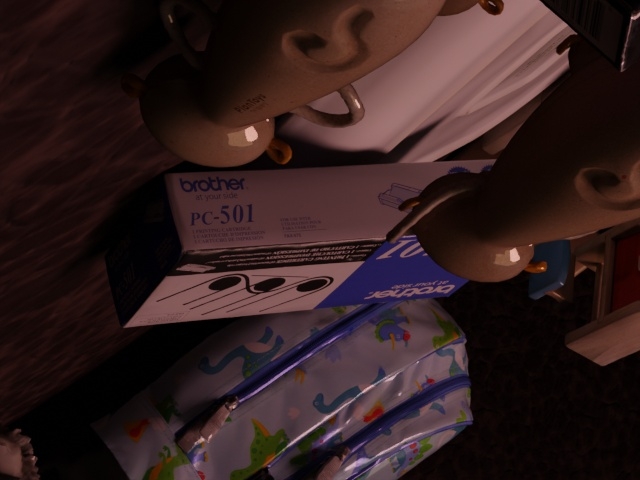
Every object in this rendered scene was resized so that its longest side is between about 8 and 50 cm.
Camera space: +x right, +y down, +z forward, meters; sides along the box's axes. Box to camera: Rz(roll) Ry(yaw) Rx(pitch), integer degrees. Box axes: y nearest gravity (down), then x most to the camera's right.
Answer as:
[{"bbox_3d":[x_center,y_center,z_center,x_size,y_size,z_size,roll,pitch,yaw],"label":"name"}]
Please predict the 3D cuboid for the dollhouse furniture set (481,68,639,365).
[{"bbox_3d":[0.197,-0.038,1.029,0.129,0.129,0.184,-33,-143,47],"label":"dollhouse furniture set"}]

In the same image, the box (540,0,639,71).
[{"bbox_3d":[0.103,-0.128,0.416,0.162,0.116,0.029,-35,153,-16],"label":"box"}]

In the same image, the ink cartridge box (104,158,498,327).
[{"bbox_3d":[0.000,0.000,0.799,0.207,0.046,0.097,-4,157,-30],"label":"ink cartridge box"}]

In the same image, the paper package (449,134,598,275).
[{"bbox_3d":[0.323,-0.113,1.560,0.309,0.168,0.325,-40,173,20],"label":"paper package"}]

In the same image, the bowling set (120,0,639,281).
[{"bbox_3d":[0.098,-0.079,0.546,0.154,0.287,0.200,-34,-148,56],"label":"bowling set"}]

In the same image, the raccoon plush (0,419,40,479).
[{"bbox_3d":[-0.351,0.279,1.096,0.446,0.216,0.299,-1,-143,44],"label":"raccoon plush"}]

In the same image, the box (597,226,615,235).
[{"bbox_3d":[0.459,-0.060,1.251,0.343,0.179,0.312,-44,165,32],"label":"box"}]

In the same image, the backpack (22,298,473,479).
[{"bbox_3d":[-0.045,0.148,1.281,0.355,0.273,0.290,-47,171,-16],"label":"backpack"}]

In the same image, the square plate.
[{"bbox_3d":[0.119,-0.126,0.861,0.347,0.049,0.344,-41,172,39],"label":"square plate"}]
